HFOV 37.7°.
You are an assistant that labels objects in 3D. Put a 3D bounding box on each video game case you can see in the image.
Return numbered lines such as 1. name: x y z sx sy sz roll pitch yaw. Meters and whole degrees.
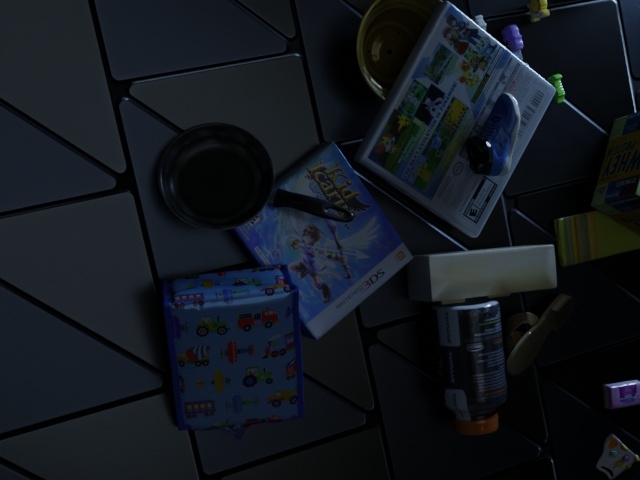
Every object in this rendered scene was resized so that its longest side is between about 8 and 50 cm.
1. video game case: 0.253 -0.216 1.718 0.300 0.036 0.329 31 86 -27
2. video game case: 0.000 0.000 1.694 0.244 0.061 0.269 -40 104 -16

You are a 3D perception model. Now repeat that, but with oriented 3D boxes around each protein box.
1. protein box: 0.686 -0.129 1.890 0.199 0.136 0.201 25 74 -18

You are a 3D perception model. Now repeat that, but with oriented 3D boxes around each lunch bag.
1. lunch bag: -0.144 0.208 1.596 0.220 0.138 0.293 -6 107 -9

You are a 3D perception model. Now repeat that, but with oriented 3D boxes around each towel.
1. towel: 0.588 -0.017 1.935 0.237 0.021 0.102 -12 101 -21

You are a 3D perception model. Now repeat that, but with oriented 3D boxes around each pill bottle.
1. pill bottle: 0.283 0.237 1.767 0.130 0.130 0.246 -6 93 -20

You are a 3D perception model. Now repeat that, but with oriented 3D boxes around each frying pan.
1. frying pan: -0.114 -0.111 1.615 0.326 0.053 0.197 -3 73 -9

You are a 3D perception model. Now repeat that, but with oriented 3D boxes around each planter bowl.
1. planter bowl: 0.144 -0.349 1.720 0.217 0.090 0.217 -3 97 -24

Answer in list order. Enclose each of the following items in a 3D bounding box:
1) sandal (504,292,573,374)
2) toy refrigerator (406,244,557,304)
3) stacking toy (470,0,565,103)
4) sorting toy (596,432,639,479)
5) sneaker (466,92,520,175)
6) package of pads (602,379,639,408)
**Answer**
1. sandal: 0.405 0.175 1.849 0.240 0.079 0.088 -37 136 -34
2. toy refrigerator: 0.307 0.065 1.786 0.269 0.102 0.094 -4 90 -21
3. stacking toy: 0.388 -0.356 1.834 0.167 0.052 0.221 -20 99 -19
4. sorting toy: 0.615 0.459 1.950 0.083 0.045 0.075 40 97 -17
5. sneaker: 0.308 -0.191 1.694 0.084 0.058 0.152 -2 107 -34
6. package of pads: 0.627 0.320 1.949 0.083 0.032 0.050 -5 94 -20
